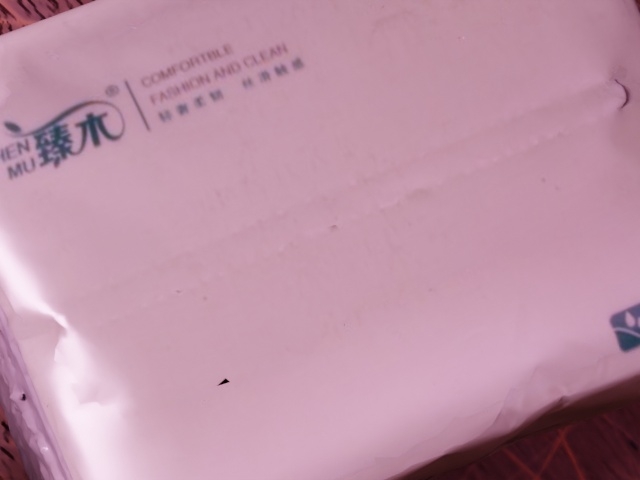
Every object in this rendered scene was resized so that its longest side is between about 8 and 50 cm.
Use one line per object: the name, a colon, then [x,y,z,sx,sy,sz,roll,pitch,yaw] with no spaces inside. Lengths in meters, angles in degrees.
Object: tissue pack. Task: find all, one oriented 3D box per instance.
tissue pack: [0.000,0.000,1.004,0.380,0.207,0.297,-24,81,-14]
